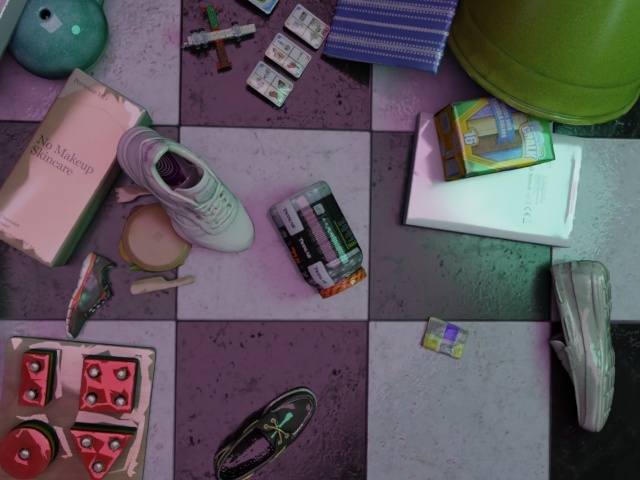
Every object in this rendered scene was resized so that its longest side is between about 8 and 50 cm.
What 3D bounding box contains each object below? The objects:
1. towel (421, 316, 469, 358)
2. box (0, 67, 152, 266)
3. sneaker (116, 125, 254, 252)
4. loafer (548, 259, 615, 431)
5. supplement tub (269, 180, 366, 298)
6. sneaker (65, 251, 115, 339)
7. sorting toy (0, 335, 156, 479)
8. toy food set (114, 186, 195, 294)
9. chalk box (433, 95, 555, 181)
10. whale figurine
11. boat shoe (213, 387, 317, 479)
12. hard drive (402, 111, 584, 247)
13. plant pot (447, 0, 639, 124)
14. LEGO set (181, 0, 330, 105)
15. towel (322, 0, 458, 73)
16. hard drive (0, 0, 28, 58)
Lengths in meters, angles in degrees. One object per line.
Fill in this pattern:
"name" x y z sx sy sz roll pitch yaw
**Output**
"towel" 0.234 0.183 1.559 0.083 0.009 0.060 21 87 -6
"box" -0.432 -0.122 1.429 0.148 0.121 0.311 29 87 -6
"sneaker" -0.210 -0.066 1.402 0.305 0.152 0.114 43 77 -36
"loafer" 0.485 0.195 1.550 0.111 0.112 0.320 -2 91 29
"supplement tub" 0.000 0.000 1.480 0.117 0.117 0.190 -27 92 -6
"sneaker" -0.404 0.103 1.464 0.064 0.061 0.158 18 88 -12
"sorting toy" -0.430 0.308 1.442 0.257 0.089 0.256 6 89 -7
"toy food set" -0.297 -0.004 1.491 0.132 0.038 0.192 -8 85 -14
"chalk box" 0.327 -0.187 1.469 0.213 0.132 0.132 -10 90 -6
"whale figurine" -0.472 -0.413 1.416 0.216 0.141 0.272 -18 92 -6
"boat shoe" -0.095 0.355 1.490 0.227 0.068 0.081 -41 94 -5
"hard drive" 0.324 -0.111 1.555 0.318 0.040 0.210 8 88 -7
"plant pot" 0.434 -0.442 1.340 0.366 0.353 0.366 8 51 -10
"LEGO set" -0.131 -0.382 1.514 0.244 0.060 0.182 33 81 -12
"towel" 0.151 -0.469 1.476 0.243 0.040 0.336 16 88 33
"hard drive" -0.657 -0.405 1.378 0.353 0.047 0.233 23 87 17
